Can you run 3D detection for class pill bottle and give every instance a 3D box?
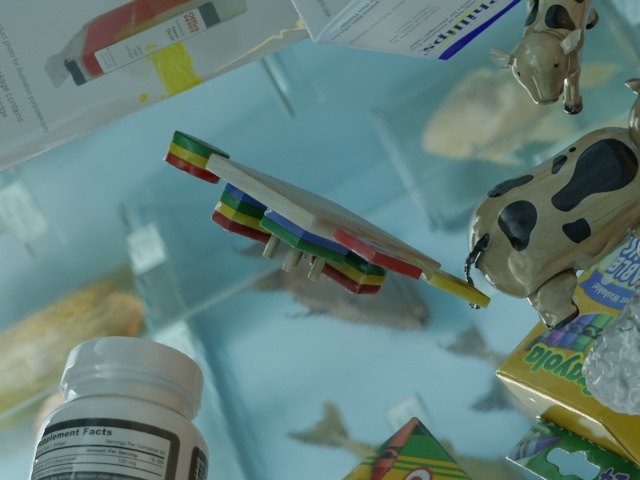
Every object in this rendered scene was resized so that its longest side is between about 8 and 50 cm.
[{"bbox_3d":[-0.241,0.310,1.824,0.210,0.210,0.363,58,-148,-51],"label":"pill bottle"}]

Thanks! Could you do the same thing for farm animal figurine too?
[{"bbox_3d":[0.228,-0.073,1.217,0.330,0.327,0.172,38,171,28],"label":"farm animal figurine"}]

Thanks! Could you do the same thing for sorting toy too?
[{"bbox_3d":[0.000,0.000,1.110,0.132,0.046,0.274,20,-172,-43],"label":"sorting toy"}]

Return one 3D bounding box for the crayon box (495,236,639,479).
[{"bbox_3d":[0.309,0.094,1.519,0.083,0.323,0.203,46,170,-22],"label":"crayon box"}]

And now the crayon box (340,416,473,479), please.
[{"bbox_3d":[0.089,0.310,1.413,0.081,0.202,0.318,51,176,-27],"label":"crayon box"}]

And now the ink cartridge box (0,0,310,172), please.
[{"bbox_3d":[-0.194,-0.238,1.269,0.279,0.384,0.160,-123,12,-46],"label":"ink cartridge box"}]

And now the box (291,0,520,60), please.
[{"bbox_3d":[0.030,-0.170,0.840,0.137,0.072,0.126,-3,-120,-55],"label":"box"}]
